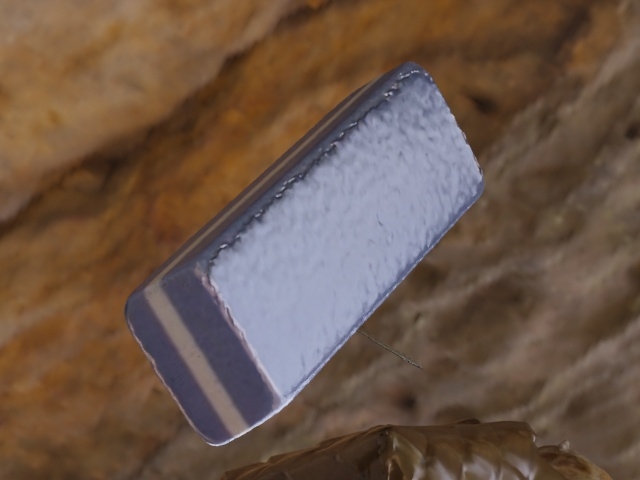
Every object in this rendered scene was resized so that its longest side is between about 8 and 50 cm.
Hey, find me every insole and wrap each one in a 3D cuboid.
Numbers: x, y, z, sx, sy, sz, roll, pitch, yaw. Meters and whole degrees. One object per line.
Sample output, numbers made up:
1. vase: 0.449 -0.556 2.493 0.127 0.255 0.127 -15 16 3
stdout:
1. insole: -0.010 0.038 1.303 0.232 0.080 0.003 31 -90 45

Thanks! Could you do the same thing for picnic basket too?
1. picnic basket: 0.062 0.258 1.298 0.291 0.321 0.254 -22 -109 36

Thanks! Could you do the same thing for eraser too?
1. eraser: 0.000 0.000 0.863 0.036 0.082 0.225 -18 -161 43

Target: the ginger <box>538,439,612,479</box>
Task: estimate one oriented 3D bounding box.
1. ginger: 0.167 0.389 1.833 0.375 0.256 0.176 -36 157 5
